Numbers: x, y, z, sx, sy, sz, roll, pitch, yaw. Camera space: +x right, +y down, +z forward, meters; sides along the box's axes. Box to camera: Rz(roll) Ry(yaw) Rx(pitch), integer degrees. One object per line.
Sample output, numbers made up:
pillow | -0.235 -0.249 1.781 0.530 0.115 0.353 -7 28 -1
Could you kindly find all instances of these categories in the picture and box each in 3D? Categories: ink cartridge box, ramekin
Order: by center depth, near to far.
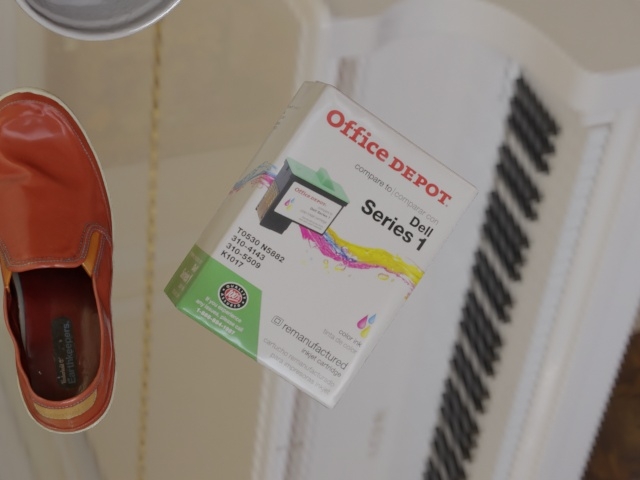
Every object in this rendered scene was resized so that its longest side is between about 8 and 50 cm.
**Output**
ramekin | -0.212 -0.299 1.438 0.109 0.207 0.207 -130 35 -49
ink cartridge box | 0.000 0.000 1.620 0.278 0.201 0.117 -56 13 -1

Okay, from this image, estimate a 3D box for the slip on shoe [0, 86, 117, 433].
slip on shoe | -0.250 0.013 1.447 0.101 0.123 0.331 116 146 -78
